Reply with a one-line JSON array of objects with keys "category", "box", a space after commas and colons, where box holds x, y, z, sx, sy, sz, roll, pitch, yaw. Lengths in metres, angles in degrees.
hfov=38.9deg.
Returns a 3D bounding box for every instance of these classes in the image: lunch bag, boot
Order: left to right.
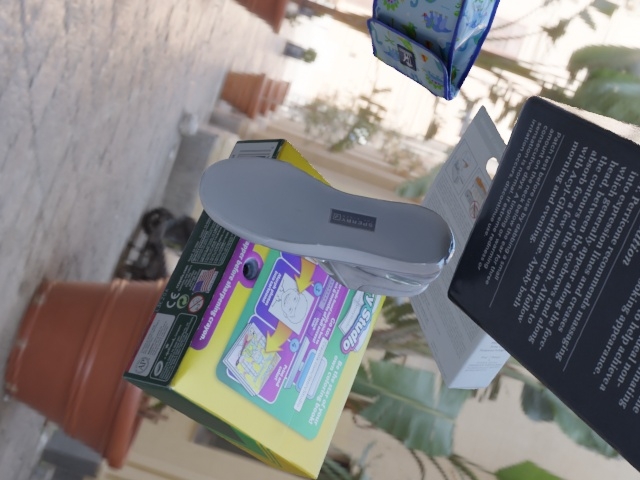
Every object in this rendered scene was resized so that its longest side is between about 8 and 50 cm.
[{"category": "boot", "box": [0.000, 0.000, 0.930, 0.123, 0.258, 0.095, 105, 3, -63]}, {"category": "lunch bag", "box": [0.128, -0.258, 1.082, 0.096, 0.129, 0.151, -27, 143, -39]}]

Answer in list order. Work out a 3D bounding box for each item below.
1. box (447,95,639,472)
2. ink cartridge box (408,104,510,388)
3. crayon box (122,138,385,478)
[{"category": "box", "box": [0.348, 0.062, 0.736, 0.395, 0.294, 0.211, 46, -59, 54]}, {"category": "ink cartridge box", "box": [0.270, 0.016, 1.523, 0.385, 0.091, 0.308, 117, -34, -41]}, {"category": "crayon box", "box": [-0.060, 0.097, 1.250, 0.106, 0.313, 0.362, 3, -119, 41]}]
